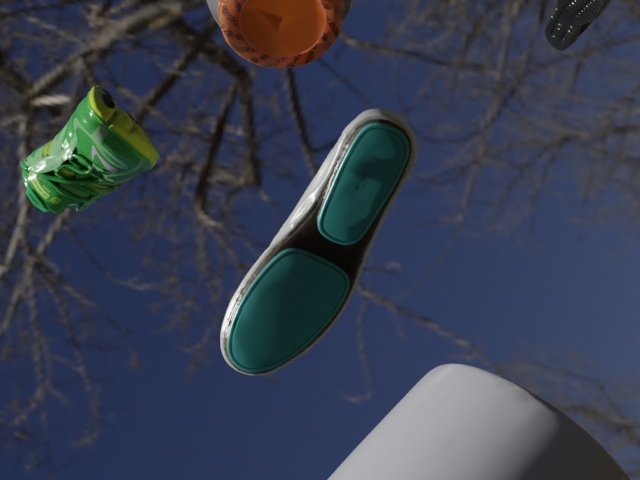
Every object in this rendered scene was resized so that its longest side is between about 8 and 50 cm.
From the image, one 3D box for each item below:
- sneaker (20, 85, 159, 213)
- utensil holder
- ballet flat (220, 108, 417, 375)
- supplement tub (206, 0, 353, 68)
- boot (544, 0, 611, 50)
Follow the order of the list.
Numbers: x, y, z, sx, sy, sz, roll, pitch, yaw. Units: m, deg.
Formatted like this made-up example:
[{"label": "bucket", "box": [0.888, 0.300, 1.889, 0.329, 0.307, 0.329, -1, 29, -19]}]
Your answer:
[{"label": "sneaker", "box": [-0.268, -0.084, 1.631, 0.123, 0.109, 0.295, -45, 4, -21]}, {"label": "utensil holder", "box": [0.108, 0.363, 1.449, 0.385, 0.328, 0.327, -45, -38, -23]}, {"label": "ballet flat", "box": [0.000, 0.000, 1.908, 0.400, 0.139, 0.139, -59, -25, 12]}, {"label": "supplement tub", "box": [-0.053, -0.373, 1.854, 0.316, 0.194, 0.193, -94, -6, -48]}, {"label": "boot", "box": [0.469, -0.423, 2.466, 0.137, 0.077, 0.198, -40, -4, -25]}]
